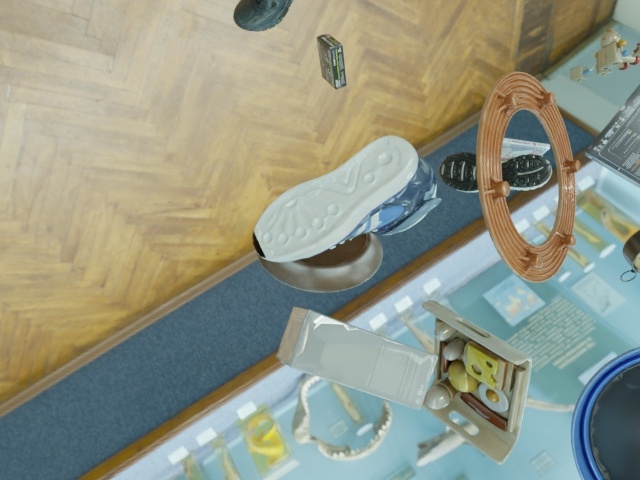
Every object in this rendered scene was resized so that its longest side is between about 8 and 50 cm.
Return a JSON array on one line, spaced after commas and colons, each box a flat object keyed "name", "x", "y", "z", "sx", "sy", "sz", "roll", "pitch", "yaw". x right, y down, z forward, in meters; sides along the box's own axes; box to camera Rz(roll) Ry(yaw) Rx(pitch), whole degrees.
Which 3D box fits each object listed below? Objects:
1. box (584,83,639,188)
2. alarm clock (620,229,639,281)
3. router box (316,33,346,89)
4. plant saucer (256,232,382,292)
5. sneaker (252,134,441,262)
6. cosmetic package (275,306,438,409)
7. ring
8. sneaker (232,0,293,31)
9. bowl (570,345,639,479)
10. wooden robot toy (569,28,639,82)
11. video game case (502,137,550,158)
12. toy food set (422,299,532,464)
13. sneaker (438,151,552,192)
[{"name": "box", "x": 0.716, "y": -0.232, "z": 1.038, "sx": 0.231, "sy": 0.183, "sz": 0.056, "roll": -58, "pitch": 161, "yaw": 19}, {"name": "alarm clock", "x": 0.785, "y": 0.031, "z": 1.175, "sx": 0.130, "sy": 0.064, "sz": 0.192, "roll": 8, "pitch": 129, "yaw": -15}, {"name": "router box", "x": 0.031, "y": -0.490, "z": 1.346, "sx": 0.038, "sy": 0.092, "sz": 0.122, "roll": -23, "pitch": 136, "yaw": -11}, {"name": "plant saucer", "x": 0.000, "y": 0.000, "z": 1.196, "sx": 0.311, "sy": 0.310, "sz": 0.050, "roll": -19, "pitch": 136, "yaw": -26}, {"name": "sneaker", "x": 0.064, "y": -0.037, "z": 0.893, "sx": 0.323, "sy": 0.130, "sz": 0.236, "roll": -34, "pitch": 152, "yaw": 12}, {"name": "cosmetic package", "x": 0.056, "y": 0.197, "z": 0.833, "sx": 0.238, "sy": 0.127, "sz": 0.107, "roll": 25, "pitch": 79, "yaw": -14}, {"name": "ring", "x": 0.346, "y": -0.102, "z": 0.780, "sx": 0.337, "sy": 0.032, "sz": 0.336, "roll": 3, "pitch": 86, "yaw": -42}, {"name": "sneaker", "x": -0.095, "y": -0.586, "z": 1.119, "sx": 0.286, "sy": 0.109, "sz": 0.130, "roll": -27, "pitch": 177, "yaw": 23}, {"name": "bowl", "x": 0.676, "y": 0.380, "z": 0.895, "sx": 0.391, "sy": 0.391, "sz": 0.077, "roll": -48, "pitch": 156, "yaw": 14}, {"name": "wooden robot toy", "x": 0.596, "y": -0.390, "z": 1.008, "sx": 0.076, "sy": 0.078, "sz": 0.173, "roll": -5, "pitch": 178, "yaw": -18}, {"name": "video game case", "x": 0.736, "y": -0.329, "z": 1.870, "sx": 0.184, "sy": 0.023, "sz": 0.201, "roll": 8, "pitch": 167, "yaw": 1}, {"name": "toy food set", "x": 0.295, "y": 0.290, "z": 1.003, "sx": 0.092, "sy": 0.220, "sz": 0.306, "roll": -29, "pitch": 129, "yaw": -29}, {"name": "sneaker", "x": 0.431, "y": -0.163, "z": 1.230, "sx": 0.108, "sy": 0.272, "sz": 0.100, "roll": 3, "pitch": 94, "yaw": -61}]
